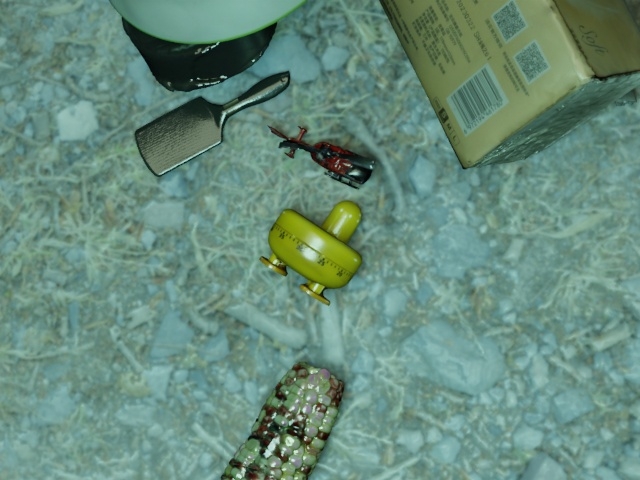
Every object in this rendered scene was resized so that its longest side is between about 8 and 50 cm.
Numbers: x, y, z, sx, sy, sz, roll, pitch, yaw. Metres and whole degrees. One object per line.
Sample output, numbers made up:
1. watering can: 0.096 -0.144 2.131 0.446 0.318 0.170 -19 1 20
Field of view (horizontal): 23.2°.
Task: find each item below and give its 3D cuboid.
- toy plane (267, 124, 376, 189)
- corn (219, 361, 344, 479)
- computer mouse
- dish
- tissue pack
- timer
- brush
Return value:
1. toy plane: 0.005 -0.095 1.724 0.145 0.060 0.037 24 86 25
2. corn: -0.063 0.263 1.675 0.092 0.092 0.280 26 82 10
3. computer mouse: -0.137 -0.300 1.759 0.168 0.087 0.295 -16 67 14
4. dish: -0.123 -0.381 1.665 0.324 0.124 0.324 -8 66 18
5. tissue pack: 0.214 -0.263 1.658 0.238 0.238 0.305 -26 79 3
6. timer: 0.000 0.000 1.688 0.107 0.107 0.109 33 91 10
7. brush: -0.118 -0.140 1.766 0.193 0.016 0.063 -28 80 3
